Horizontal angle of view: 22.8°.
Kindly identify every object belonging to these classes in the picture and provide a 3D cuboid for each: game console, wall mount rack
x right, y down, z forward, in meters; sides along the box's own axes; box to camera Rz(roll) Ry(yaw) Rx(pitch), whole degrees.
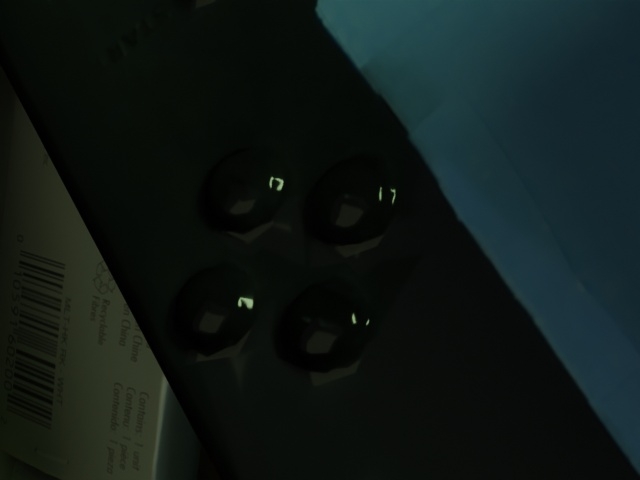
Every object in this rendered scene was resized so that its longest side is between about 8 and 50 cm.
[{"bbox_3d":[0.093,-0.119,0.366,0.386,0.060,0.342,-38,65,10],"label":"game console"},{"bbox_3d":[0.000,0.000,0.515,0.304,0.130,0.350,14,101,46],"label":"wall mount rack"}]
